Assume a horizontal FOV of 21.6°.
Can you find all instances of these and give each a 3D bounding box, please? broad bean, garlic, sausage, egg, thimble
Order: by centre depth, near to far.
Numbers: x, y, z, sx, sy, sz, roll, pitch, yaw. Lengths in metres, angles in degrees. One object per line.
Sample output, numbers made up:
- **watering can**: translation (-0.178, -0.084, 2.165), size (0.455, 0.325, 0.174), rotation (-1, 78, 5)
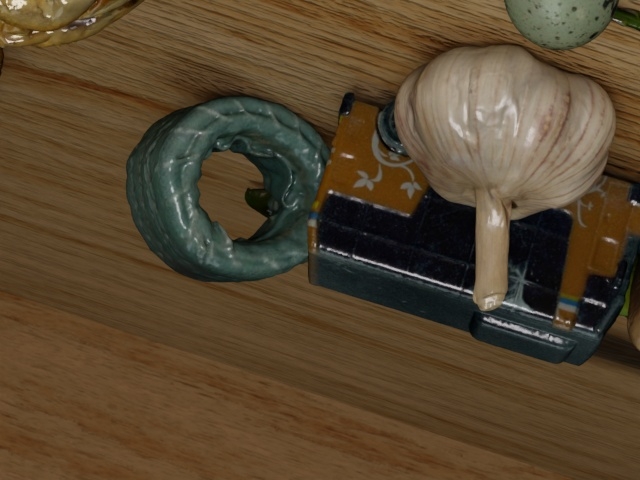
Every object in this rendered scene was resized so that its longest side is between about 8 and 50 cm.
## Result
- **egg**: translation (0.173, -0.185, 1.210), size (0.085, 0.085, 0.110), rotation (13, 160, 20)
- **garlic**: translation (0.149, -0.048, 1.477), size (0.199, 0.226, 0.199), rotation (12, 166, 3)
- **sausage**: translation (0.333, 0.050, 1.634), size (0.066, 0.065, 0.301), rotation (16, -162, 11)
- **thimble**: translation (-0.091, -0.047, 1.819), size (0.235, 0.198, 0.143), rotation (31, 164, -22)
- **broad bean**: translation (0.003, -0.002, 2.098), size (0.227, 0.039, 0.069), rotation (39, 135, -1)

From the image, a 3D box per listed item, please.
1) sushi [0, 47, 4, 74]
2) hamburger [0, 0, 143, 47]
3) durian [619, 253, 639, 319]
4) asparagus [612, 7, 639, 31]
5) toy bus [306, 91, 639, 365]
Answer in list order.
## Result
- **sushi**: translation (-0.456, -0.160, 1.900), size (0.296, 0.179, 0.167), rotation (1, 152, 47)
- **hamburger**: translation (-0.192, -0.245, 1.207), size (0.214, 0.213, 0.108), rotation (22, 161, -13)
- **durian**: translation (0.252, 0.016, 1.821), size (0.250, 0.101, 0.139), rotation (21, 167, 7)
- **asparagus**: translation (0.284, -0.156, 1.311), size (0.233, 0.022, 0.023), rotation (18, -150, -5)
- **toy bus**: translation (0.153, -0.008, 1.674), size (0.323, 0.194, 0.162), rotation (18, 165, 4)
